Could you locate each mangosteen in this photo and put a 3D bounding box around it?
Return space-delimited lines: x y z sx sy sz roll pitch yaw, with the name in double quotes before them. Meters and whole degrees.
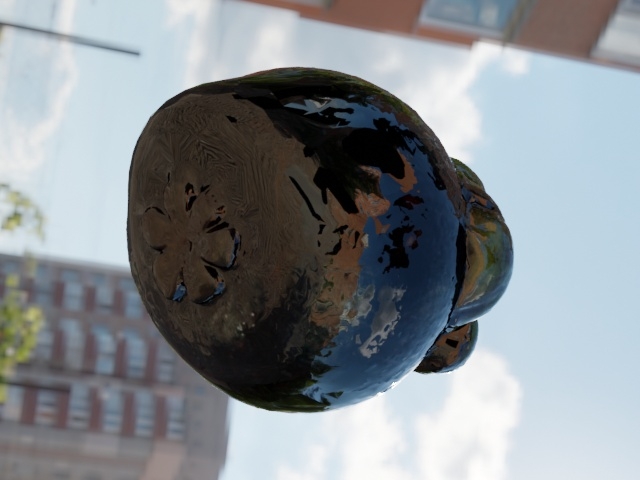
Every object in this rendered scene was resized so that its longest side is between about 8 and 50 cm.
"mangosteen" 0.000 0.000 1.031 0.243 0.243 0.243 -171 -90 -75
